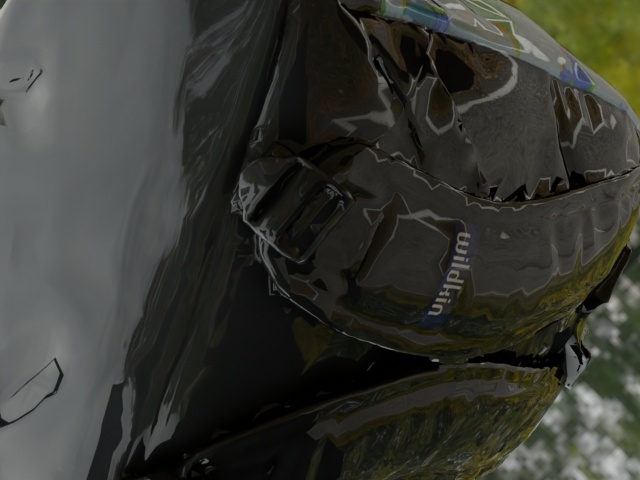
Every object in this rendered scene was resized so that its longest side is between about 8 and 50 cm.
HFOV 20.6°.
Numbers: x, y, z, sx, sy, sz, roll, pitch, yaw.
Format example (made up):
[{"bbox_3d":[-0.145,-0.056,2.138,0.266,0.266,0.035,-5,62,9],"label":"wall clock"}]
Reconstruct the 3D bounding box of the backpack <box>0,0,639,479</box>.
[{"bbox_3d":[0.000,0.000,0.747,0.356,0.290,0.273,3,-159,-45],"label":"backpack"}]
